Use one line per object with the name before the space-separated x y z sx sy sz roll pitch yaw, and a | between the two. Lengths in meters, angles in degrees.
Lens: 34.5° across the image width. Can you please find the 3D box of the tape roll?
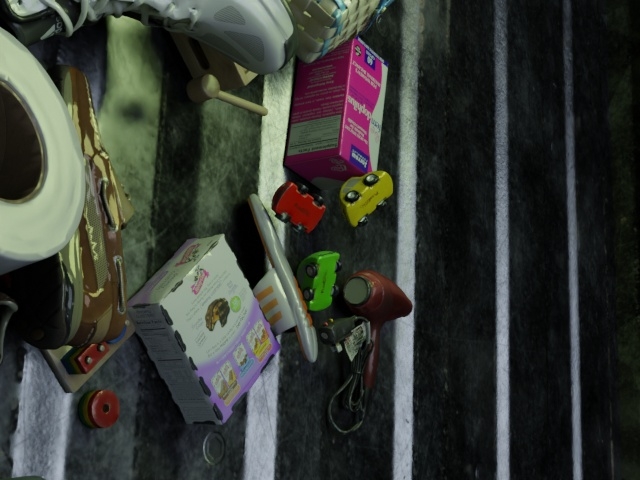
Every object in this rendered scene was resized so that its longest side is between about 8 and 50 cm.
tape roll | -0.367 -0.073 0.981 0.246 0.169 0.246 46 34 -45

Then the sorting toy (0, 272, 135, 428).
sorting toy | -0.282 0.082 1.223 0.132 0.046 0.275 -49 122 -47

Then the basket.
basket | 0.005 -0.431 1.562 0.254 0.201 0.289 41 63 1

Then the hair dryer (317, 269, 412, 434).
hair dryer | 0.071 0.159 1.712 0.293 0.080 0.224 -42 136 -46

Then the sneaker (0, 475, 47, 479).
sneaker | -0.366 0.233 0.981 0.295 0.123 0.179 -11 119 -54

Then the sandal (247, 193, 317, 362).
sandal | -0.075 0.063 1.501 0.102 0.076 0.265 61 7 -74

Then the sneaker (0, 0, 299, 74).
sneaker | -0.250 -0.277 1.211 0.447 0.169 0.258 34 65 -20

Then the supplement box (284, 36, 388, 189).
supplement box | 0.027 -0.206 1.663 0.111 0.113 0.220 31 61 -50

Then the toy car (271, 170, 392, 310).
toy car | 0.000 0.000 1.588 0.239 0.053 0.225 -10 119 -40

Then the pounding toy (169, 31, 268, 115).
pounding toy | -0.144 -0.249 1.441 0.206 0.094 0.181 -52 124 -46

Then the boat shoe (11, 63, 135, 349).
boat shoe | -0.278 -0.033 1.164 0.119 0.122 0.324 12 69 -45

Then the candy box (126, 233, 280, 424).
candy box | -0.154 0.118 1.376 0.165 0.070 0.196 -50 124 -46

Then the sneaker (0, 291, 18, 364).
sneaker | -0.371 0.134 1.062 0.066 0.071 0.188 41 51 -44
